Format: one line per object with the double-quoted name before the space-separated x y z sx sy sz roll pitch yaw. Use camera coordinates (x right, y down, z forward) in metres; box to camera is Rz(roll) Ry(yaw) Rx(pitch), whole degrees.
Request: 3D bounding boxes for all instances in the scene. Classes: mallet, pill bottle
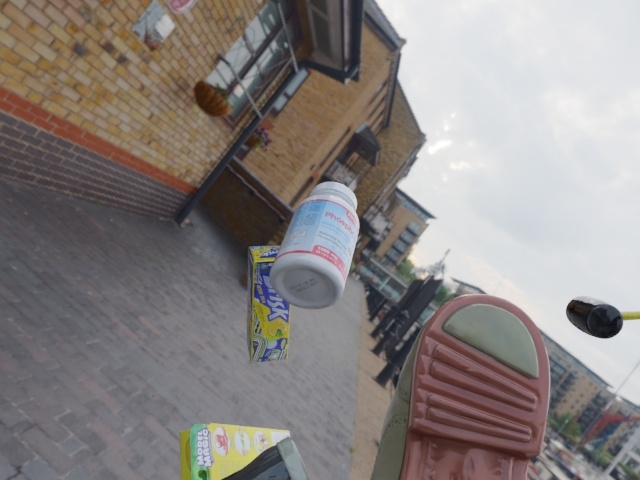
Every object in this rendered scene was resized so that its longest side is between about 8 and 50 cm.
"mallet" 0.359 0.075 0.512 0.190 0.039 0.062 -4 2 0
"pill bottle" 0.000 0.000 0.602 0.087 0.087 0.160 38 42 -19

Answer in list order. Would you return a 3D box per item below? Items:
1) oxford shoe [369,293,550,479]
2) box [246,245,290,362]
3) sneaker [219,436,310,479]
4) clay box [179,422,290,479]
"oxford shoe" 0.100 0.249 0.430 0.141 0.396 0.146 20 -13 5
"box" -0.076 0.093 0.715 0.059 0.168 0.054 -2 24 -16
"sneaker" -0.067 0.281 0.495 0.083 0.118 0.221 -123 -160 -43
"clay box" -0.106 0.307 0.622 0.222 0.053 0.127 39 35 -54
